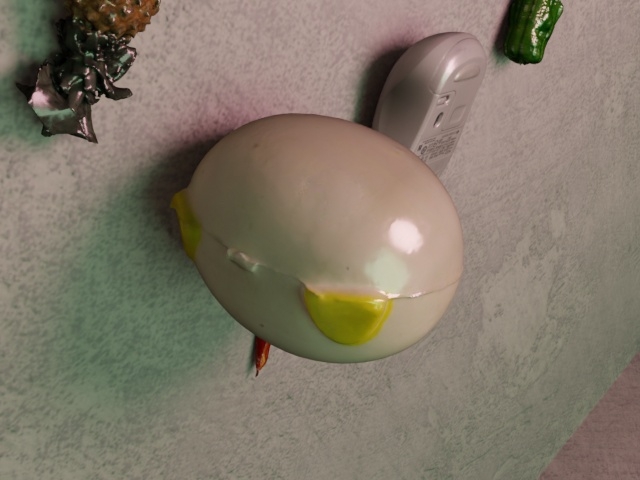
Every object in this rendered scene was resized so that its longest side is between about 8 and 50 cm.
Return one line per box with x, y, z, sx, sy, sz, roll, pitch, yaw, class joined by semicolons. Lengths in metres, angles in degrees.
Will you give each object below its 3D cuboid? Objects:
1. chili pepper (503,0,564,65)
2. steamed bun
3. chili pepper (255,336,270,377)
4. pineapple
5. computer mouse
0.398;-0.435;1.376;0.099;0.083;0.253;24;91;-51;chili pepper
0.001;-0.006;1.009;0.334;0.374;0.333;-39;142;-39;steamed bun
-0.085;0.149;1.288;0.045;0.027;0.178;-2;114;-40;chili pepper
-0.251;-0.216;0.844;0.119;0.111;0.237;19;107;-19;pineapple
0.154;-0.204;1.243;0.184;0.121;0.296;-30;149;-44;computer mouse
